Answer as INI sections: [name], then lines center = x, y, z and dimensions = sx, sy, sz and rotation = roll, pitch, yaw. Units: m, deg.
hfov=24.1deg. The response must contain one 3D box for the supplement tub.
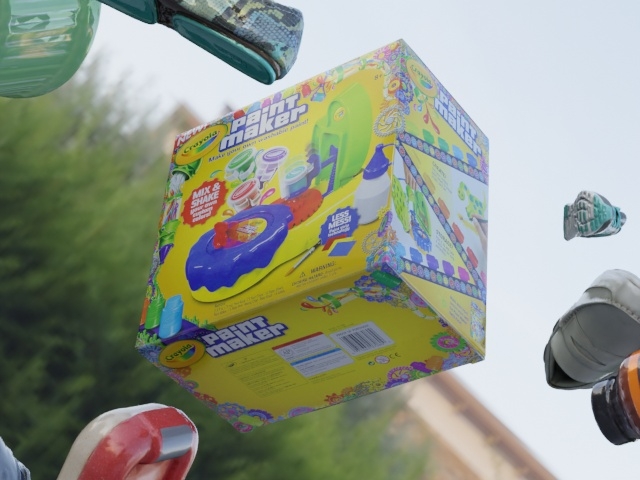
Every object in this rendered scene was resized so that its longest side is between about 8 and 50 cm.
[supplement tub]
center = 0.373, 0.146, 1.505
dimensions = 0.198, 0.106, 0.106
rotation = -26, -65, 34

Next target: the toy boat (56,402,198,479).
[toy boat]
center = -0.170, 0.276, 1.400
dimensions = 0.151, 0.231, 0.151
rotation = 32, 15, 25

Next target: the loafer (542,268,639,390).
[loafer]
center = 0.327, 0.116, 1.738
dimensions = 0.112, 0.111, 0.319
rotation = 40, -13, 10

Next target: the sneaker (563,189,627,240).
[sneaker]
center = 0.379, -0.034, 2.025
dimensions = 0.076, 0.065, 0.166
rotation = 0, -3, -4

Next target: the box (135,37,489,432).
[box]
center = 0.000, 0.000, 1.487
dimensions = 0.290, 0.279, 0.177
rotation = -21, -46, 29

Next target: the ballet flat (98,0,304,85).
[ballet flat]
center = -0.095, -0.171, 1.013
dimensions = 0.188, 0.070, 0.070
rotation = 29, -14, 1

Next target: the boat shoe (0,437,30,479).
[boat shoe]
center = -0.420, 0.440, 1.718
dimensions = 0.186, 0.500, 0.156
rotation = -17, -36, 24

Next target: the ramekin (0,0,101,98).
[ramekin]
center = -0.412, -0.303, 1.735
dimensions = 0.303, 0.148, 0.304
rotation = 12, -69, 33
